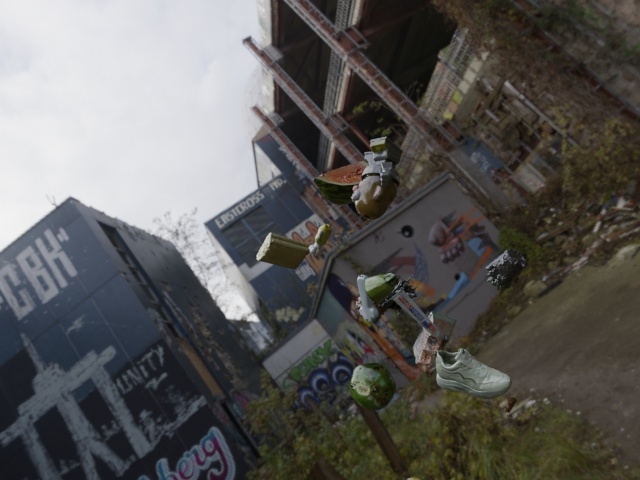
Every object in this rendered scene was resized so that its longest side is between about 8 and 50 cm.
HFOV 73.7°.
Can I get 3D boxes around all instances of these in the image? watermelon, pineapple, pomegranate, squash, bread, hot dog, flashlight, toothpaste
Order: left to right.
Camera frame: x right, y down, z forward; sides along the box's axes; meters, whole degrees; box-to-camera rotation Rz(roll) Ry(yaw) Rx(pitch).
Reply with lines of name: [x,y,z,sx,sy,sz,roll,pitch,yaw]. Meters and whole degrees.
bread: [-0.147,0.049,1.700,0.178,0.060,0.139,15,-58,-29]
watermelon: [0.134,-0.241,1.811,0.303,0.159,0.128,-24,10,-33]
flashlight: [0.193,0.238,1.769,0.047,0.200,0.093,-18,12,-38]
pomegranate: [0.153,0.448,1.359,0.143,0.122,0.169,-48,16,4]
squash: [0.239,0.154,1.542,0.132,0.105,0.105,-35,-9,33]
pineapple: [0.348,0.301,2.169,0.364,0.166,0.165,-28,-4,39]
toothpaste: [0.335,0.256,1.483,0.052,0.218,0.033,-44,10,5]
watermelon: [0.597,0.531,2.286,0.302,0.151,0.264,-34,-30,-62]
hot dog: [0.901,0.780,2.034,0.083,0.035,0.058,-31,-59,-35]

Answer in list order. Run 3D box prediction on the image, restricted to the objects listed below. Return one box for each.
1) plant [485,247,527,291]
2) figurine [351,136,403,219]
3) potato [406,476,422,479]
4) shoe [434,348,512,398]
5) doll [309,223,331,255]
plant: [0.842,0.138,1.956,0.132,0.129,0.194,-6,-44,-35]
figurine: [0.214,-0.216,1.616,0.342,0.167,0.285,44,-124,-69]
potato: [0.493,1.256,2.198,0.096,0.103,0.066,1,-63,-57]
shoe: [0.676,0.588,1.940,0.342,0.211,0.132,-4,24,37]
doll: [0.000,0.000,1.973,0.162,0.062,0.106,-65,-23,10]
